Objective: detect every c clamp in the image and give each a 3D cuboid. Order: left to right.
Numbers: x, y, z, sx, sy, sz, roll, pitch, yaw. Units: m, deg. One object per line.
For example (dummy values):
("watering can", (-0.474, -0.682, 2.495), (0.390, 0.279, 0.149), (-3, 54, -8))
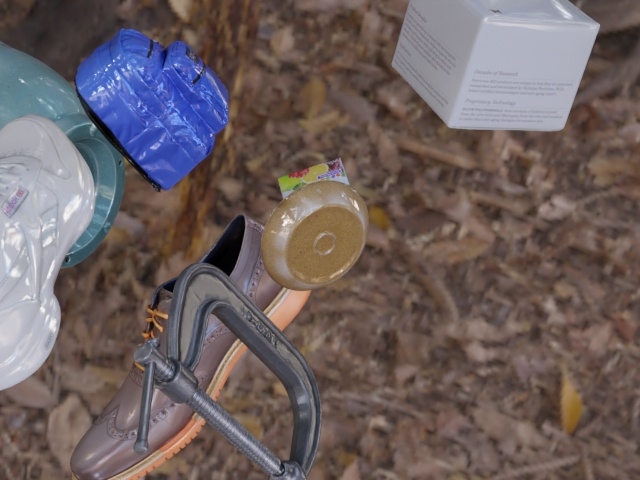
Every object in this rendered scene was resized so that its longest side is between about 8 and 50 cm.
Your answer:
("c clamp", (-0.046, 0.085, 0.701), (0.160, 0.022, 0.137), (44, 34, -41))

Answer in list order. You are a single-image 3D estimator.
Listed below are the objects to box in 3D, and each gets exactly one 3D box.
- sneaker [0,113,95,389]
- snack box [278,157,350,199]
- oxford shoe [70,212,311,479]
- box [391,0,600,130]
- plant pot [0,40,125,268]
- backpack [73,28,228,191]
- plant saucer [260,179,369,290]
("sneaker", (-0.289, -0.020, 1.212), (0.114, 0.152, 0.305), (-15, 47, 16))
("snack box", (0.000, -0.053, 1.939), (0.100, 0.037, 0.141), (-19, 42, 3))
("oxford shoe", (-0.171, 0.124, 1.502), (0.364, 0.133, 0.130), (-50, 35, -16))
("box", (0.123, -0.140, 0.953), (0.102, 0.087, 0.101), (-2, 34, -26))
("plant pot", (-0.353, -0.077, 1.537), (0.196, 0.293, 0.293), (17, 33, 25))
("backpack", (-0.142, -0.123, 1.118), (0.120, 0.101, 0.098), (45, 9, -20))
("plant saucer", (0.000, 0.000, 0.899), (0.083, 0.083, 0.015), (-6, 28, -28))
